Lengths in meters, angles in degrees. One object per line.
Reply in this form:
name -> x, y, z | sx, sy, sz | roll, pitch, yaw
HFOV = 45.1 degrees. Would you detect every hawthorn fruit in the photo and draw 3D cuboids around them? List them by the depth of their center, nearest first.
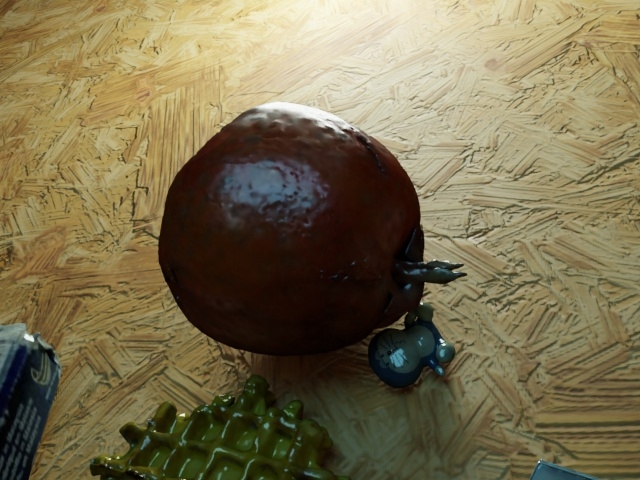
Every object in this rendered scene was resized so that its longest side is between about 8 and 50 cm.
hawthorn fruit -> 0.000, 0.000, 0.788 | 0.307, 0.276, 0.276 | 19, 55, 32

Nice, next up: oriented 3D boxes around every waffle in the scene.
waffle -> -0.097, 0.251, 0.702 | 0.259, 0.069, 0.293 | -23, 41, 0

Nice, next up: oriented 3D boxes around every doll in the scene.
doll -> 0.091, 0.115, 0.780 | 0.083, 0.050, 0.076 | -26, 55, -6

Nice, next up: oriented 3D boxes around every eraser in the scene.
eraser -> -0.389, 0.243, 0.817 | 0.155, 0.101, 0.332 | -11, 43, 10

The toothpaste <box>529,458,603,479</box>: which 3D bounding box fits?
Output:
toothpaste -> 0.129, 0.307, 0.524 | 0.071, 0.089, 0.313 | 9, 49, 38
